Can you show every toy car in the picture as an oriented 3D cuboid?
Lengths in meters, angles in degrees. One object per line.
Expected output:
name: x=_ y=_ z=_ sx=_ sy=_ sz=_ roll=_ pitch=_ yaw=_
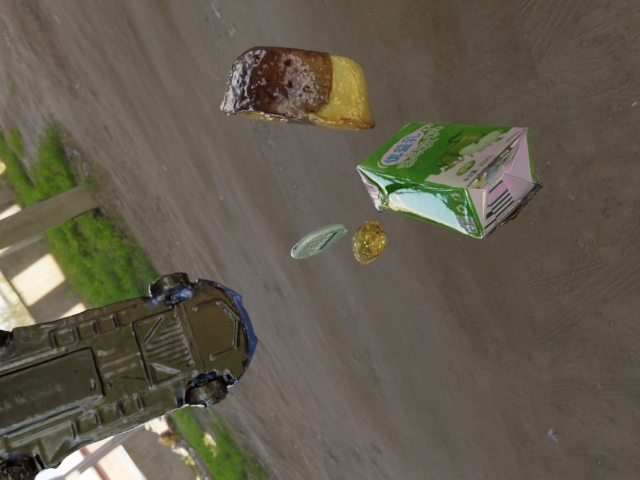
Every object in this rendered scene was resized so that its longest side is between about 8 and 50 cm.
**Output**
toy car: x=-0.153 y=0.094 z=0.304 sx=0.103 sy=0.216 sz=0.063 roll=67 pitch=152 yaw=14

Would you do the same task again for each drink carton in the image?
drink carton: x=0.207 y=-0.111 z=0.721 sx=0.271 sy=0.161 sz=0.108 roll=27 pitch=153 yaw=55

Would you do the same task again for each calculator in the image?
calculator: x=0.000 y=0.000 z=0.840 sx=0.021 sy=0.153 sz=0.095 roll=53 pitch=126 yaw=13

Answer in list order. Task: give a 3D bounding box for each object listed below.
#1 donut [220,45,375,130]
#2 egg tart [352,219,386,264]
donut: x=-0.025 y=-0.162 z=0.463 sx=0.184 sy=0.166 sz=0.073 roll=-131 pitch=43 yaw=-71
egg tart: x=0.142 y=0.008 z=1.152 sx=0.049 sy=0.129 sz=0.128 roll=14 pitch=130 yaw=44
